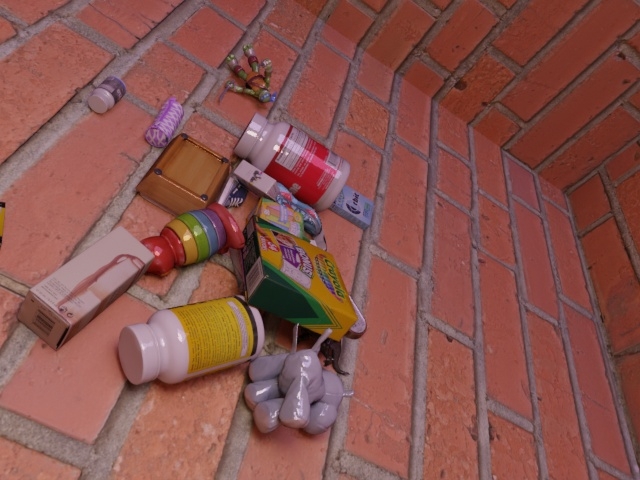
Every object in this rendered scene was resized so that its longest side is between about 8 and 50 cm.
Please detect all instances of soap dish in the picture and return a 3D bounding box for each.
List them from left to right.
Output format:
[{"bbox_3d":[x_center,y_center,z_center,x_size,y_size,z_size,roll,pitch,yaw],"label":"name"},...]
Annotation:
[{"bbox_3d":[-0.434,-0.210,1.746,0.229,0.118,0.290,31,42,-14],"label":"soap dish"}]

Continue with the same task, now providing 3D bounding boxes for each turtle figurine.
[{"bbox_3d":[-0.308,-0.714,2.235,0.275,0.198,0.266,-1,52,-44],"label":"turtle figurine"}]

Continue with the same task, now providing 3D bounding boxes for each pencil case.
[{"bbox_3d":[-0.543,-0.411,1.857,0.087,0.088,0.206,0,42,7],"label":"pencil case"}]

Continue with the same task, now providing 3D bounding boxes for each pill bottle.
[{"bbox_3d":[-0.718,-0.489,1.792,0.078,0.078,0.137,31,42,-14],"label":"pill bottle"},{"bbox_3d":[-0.327,0.256,1.367,0.334,0.188,0.187,-7,60,-43],"label":"pill bottle"},{"bbox_3d":[-0.110,-0.298,2.001,0.408,0.229,0.229,30,41,-14],"label":"pill bottle"}]

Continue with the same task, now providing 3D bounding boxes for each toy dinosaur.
[{"bbox_3d":[0.007,0.286,1.661,0.314,0.121,0.160,40,33,-8],"label":"toy dinosaur"}]

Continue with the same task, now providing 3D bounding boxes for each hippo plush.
[{"bbox_3d":[-0.054,0.406,1.476,0.236,0.235,0.294,44,58,-46],"label":"hippo plush"}]

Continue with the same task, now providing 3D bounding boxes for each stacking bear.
[{"bbox_3d":[-0.399,0.009,1.555,0.289,0.175,0.164,-28,99,-37],"label":"stacking bear"}]

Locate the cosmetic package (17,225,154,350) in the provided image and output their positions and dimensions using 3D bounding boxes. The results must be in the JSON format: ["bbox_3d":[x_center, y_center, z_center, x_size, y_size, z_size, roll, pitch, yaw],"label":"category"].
[{"bbox_3d":[-0.573,0.112,1.325,0.129,0.153,0.296,42,41,-4],"label":"cosmetic package"}]

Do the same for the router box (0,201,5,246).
[{"bbox_3d":[-0.875,-0.045,1.295,0.179,0.046,0.133,8,50,-34],"label":"router box"}]

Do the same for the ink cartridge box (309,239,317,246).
[{"bbox_3d":[-0.035,0.051,1.910,0.063,0.029,0.115,4,54,-38],"label":"ink cartridge box"}]

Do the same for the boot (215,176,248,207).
[{"bbox_3d":[-0.304,-0.142,1.828,0.086,0.069,0.190,34,37,-16],"label":"boot"}]

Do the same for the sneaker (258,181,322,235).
[{"bbox_3d":[-0.117,-0.090,1.936,0.262,0.104,0.125,38,55,3],"label":"sneaker"}]

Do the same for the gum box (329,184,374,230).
[{"bbox_3d":[0.129,-0.146,2.208,0.184,0.041,0.156,31,41,-15],"label":"gum box"}]

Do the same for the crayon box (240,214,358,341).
[{"bbox_3d":[-0.076,0.104,1.597,0.313,0.106,0.363,26,21,-25],"label":"crayon box"}]

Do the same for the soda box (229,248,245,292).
[{"bbox_3d":[-0.239,0.076,1.694,0.058,0.063,0.183,7,51,-36],"label":"soda box"}]

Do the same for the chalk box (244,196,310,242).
[{"bbox_3d":[-0.138,-0.029,1.817,0.213,0.132,0.132,23,44,-24],"label":"chalk box"}]

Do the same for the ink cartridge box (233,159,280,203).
[{"bbox_3d":[-0.205,-0.192,1.851,0.181,0.104,0.061,34,78,13],"label":"ink cartridge box"}]

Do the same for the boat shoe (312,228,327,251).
[{"bbox_3d":[0.000,0.000,1.977,0.046,0.038,0.125,-18,52,0],"label":"boat shoe"}]

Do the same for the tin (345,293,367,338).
[{"bbox_3d":[0.089,0.249,1.832,0.106,0.040,0.189,-12,63,-49],"label":"tin"}]
